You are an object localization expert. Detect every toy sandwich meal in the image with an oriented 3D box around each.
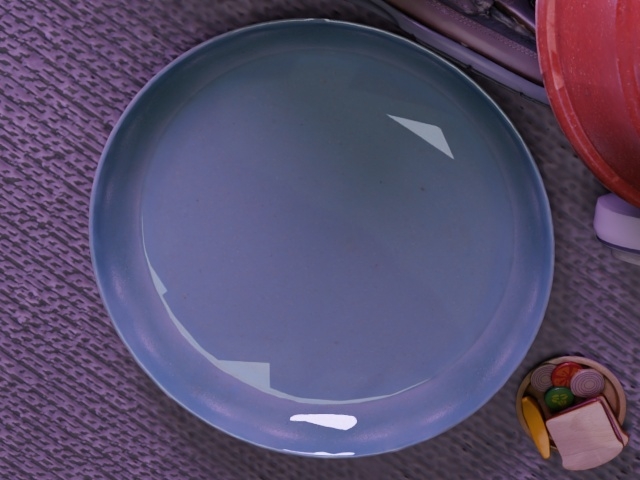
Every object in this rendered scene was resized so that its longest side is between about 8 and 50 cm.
[{"bbox_3d":[0.176,0.122,1.056,0.085,0.029,0.086,3,111,8],"label":"toy sandwich meal"}]

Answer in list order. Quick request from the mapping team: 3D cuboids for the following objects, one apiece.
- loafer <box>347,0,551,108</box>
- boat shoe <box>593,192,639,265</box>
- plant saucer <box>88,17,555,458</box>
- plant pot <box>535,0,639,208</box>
[{"bbox_3d":[0.075,-0.164,0.931,0.267,0.096,0.084,27,107,0],"label":"loafer"},{"bbox_3d":[0.302,0.033,0.972,0.267,0.096,0.088,11,108,-4],"label":"boat shoe"},{"bbox_3d":[0.000,0.000,1.031,0.317,0.044,0.318,3,112,7],"label":"plant saucer"},{"bbox_3d":[0.291,-0.112,0.768,0.272,0.265,0.273,-5,104,-19],"label":"plant pot"}]
